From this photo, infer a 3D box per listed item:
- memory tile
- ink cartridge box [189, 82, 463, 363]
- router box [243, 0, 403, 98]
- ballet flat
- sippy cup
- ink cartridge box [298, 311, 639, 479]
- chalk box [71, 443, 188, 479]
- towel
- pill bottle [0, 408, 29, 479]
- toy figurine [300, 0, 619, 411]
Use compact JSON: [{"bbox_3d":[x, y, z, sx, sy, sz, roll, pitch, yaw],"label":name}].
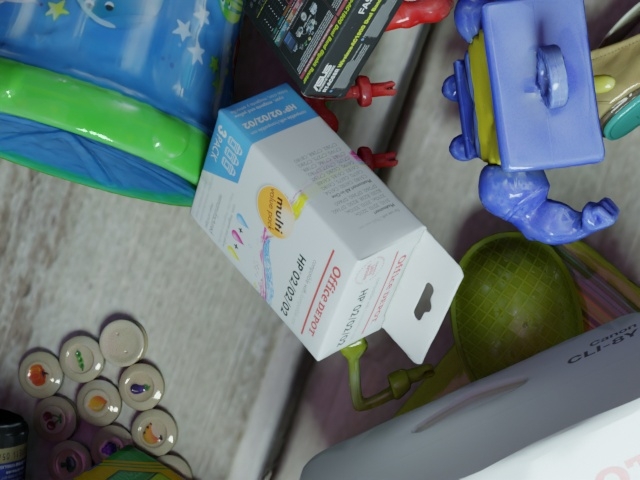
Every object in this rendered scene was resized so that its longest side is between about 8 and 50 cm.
[{"bbox_3d":[-0.166,0.143,1.208,0.113,0.012,0.148,-20,84,11],"label":"memory tile"},{"bbox_3d":[0.000,0.000,1.008,0.181,0.061,0.104,47,142,24],"label":"ink cartridge box"},{"bbox_3d":[0.008,-0.167,1.020,0.092,0.038,0.122,57,130,33],"label":"router box"},{"bbox_3d":[0.270,-0.159,1.084,0.232,0.080,0.073,-32,67,9],"label":"ballet flat"},{"bbox_3d":[-0.151,-0.164,1.114,0.240,0.305,0.224,10,79,41],"label":"sippy cup"},{"bbox_3d":[0.177,0.282,1.008,0.279,0.160,0.384,-26,98,12],"label":"ink cartridge box"},{"bbox_3d":[-0.145,0.247,1.090,0.132,0.213,0.132,32,99,6],"label":"chalk box"},{"bbox_3d":[0.135,0.108,1.139,0.102,0.021,0.237,42,99,16],"label":"towel"},{"bbox_3d":[-0.288,0.237,1.177,0.123,0.123,0.219,5,92,13],"label":"pill bottle"},{"bbox_3d":[0.102,-0.062,1.007,0.191,0.217,0.362,-5,87,-12],"label":"toy figurine"}]
